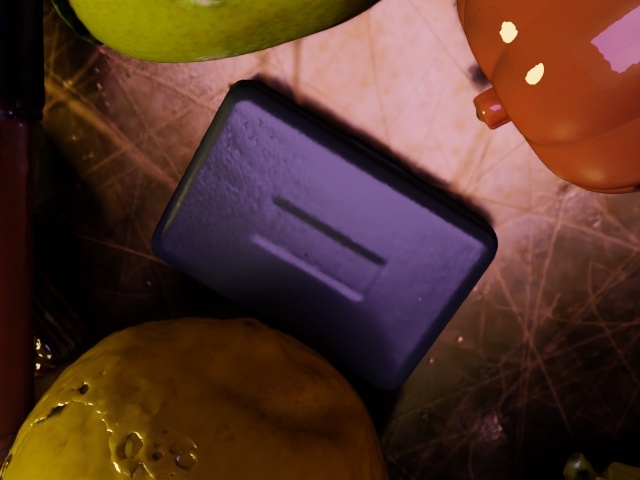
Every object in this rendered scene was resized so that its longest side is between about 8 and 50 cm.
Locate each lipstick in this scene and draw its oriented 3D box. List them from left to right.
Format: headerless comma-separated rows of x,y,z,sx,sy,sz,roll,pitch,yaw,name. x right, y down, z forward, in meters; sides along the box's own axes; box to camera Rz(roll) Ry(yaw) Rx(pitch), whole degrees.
-0.238,-0.044,0.553,0.077,0.077,0.419,3,94,8,lipstick

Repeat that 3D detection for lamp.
0.163,-0.116,0.455,0.163,0.188,0.188,-31,101,24,lamp

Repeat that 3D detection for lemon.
-0.090,0.202,0.553,0.296,0.297,0.297,3,109,8,lemon

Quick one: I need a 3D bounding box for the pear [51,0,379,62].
-0.033,-0.233,0.466,0.292,0.159,0.293,2,108,5,pear

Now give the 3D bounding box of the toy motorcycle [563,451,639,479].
0.273,0.337,0.614,0.205,0.142,0.343,-14,107,12,toy motorcycle

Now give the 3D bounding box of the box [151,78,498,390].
0.000,0.000,0.592,0.230,0.050,0.160,31,109,-2,box

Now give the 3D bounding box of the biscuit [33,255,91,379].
-0.346,-0.039,0.623,0.107,0.073,0.388,-32,101,16,biscuit
